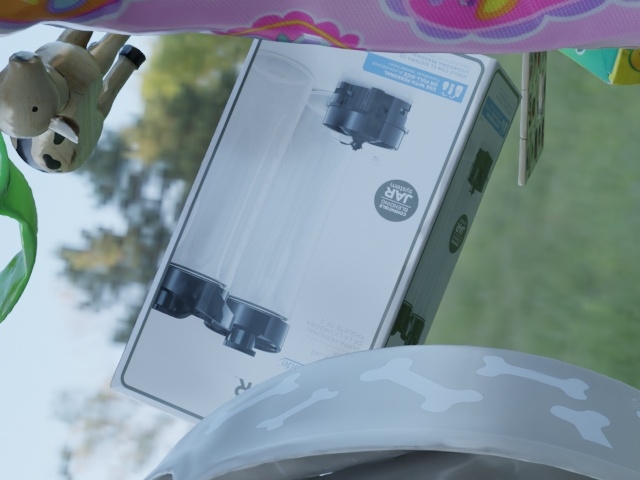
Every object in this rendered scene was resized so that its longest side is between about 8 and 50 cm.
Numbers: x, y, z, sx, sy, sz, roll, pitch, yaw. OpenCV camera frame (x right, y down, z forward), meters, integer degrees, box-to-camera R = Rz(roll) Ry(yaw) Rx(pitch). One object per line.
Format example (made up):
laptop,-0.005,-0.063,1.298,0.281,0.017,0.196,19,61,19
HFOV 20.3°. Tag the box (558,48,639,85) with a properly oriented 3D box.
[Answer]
box,0.204,-0.120,0.973,0.179,0.105,0.043,-1,-62,-31

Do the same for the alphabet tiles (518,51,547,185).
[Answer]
alphabet tiles,0.186,-0.180,1.542,0.198,0.009,0.237,-45,-44,-74

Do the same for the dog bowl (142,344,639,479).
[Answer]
dog bowl,0.055,0.194,0.740,0.102,0.348,0.349,-73,-15,-57

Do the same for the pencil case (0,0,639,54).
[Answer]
pencil case,0.019,-0.121,0.573,0.124,0.284,0.124,179,90,-73

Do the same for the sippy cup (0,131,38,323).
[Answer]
sippy cup,-0.388,-0.020,1.360,0.224,0.305,0.240,-53,-7,31

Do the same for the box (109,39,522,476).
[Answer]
box,0.000,0.000,1.178,0.290,0.169,0.087,-67,-19,-3

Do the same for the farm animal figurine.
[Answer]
farm animal figurine,-0.207,-0.169,1.097,0.330,0.326,0.172,46,-121,-26
